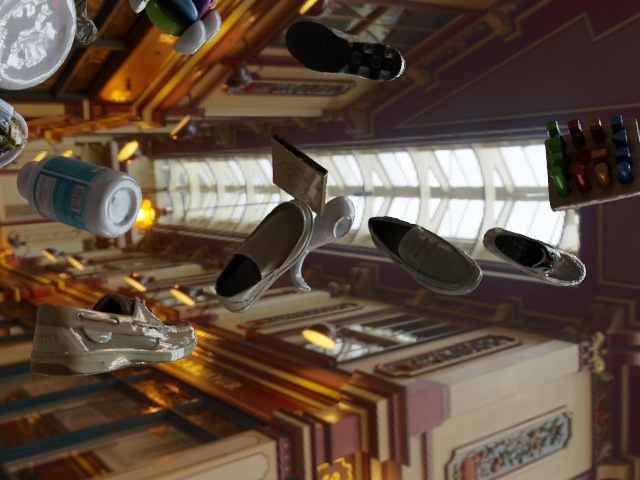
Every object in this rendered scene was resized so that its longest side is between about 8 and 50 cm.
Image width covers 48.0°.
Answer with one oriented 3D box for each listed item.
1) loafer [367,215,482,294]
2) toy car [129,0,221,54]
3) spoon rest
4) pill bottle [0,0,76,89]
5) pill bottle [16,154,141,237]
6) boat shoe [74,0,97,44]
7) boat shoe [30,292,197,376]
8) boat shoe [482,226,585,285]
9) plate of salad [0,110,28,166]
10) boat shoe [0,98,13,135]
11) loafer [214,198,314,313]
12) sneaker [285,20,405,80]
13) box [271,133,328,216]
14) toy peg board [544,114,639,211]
[{"bbox_3d":[0.216,0.027,1.579,0.319,0.111,0.112,27,-101,49],"label":"loafer"},{"bbox_3d":[-0.255,-0.455,1.360,0.159,0.182,0.136,44,-57,-12],"label":"toy car"},{"bbox_3d":[0.000,0.000,1.948,0.084,0.137,0.276,35,-85,38],"label":"spoon rest"},{"bbox_3d":[-0.461,-0.311,0.907,0.278,0.162,0.162,27,-59,19],"label":"pill bottle"},{"bbox_3d":[-0.536,-0.104,1.576,0.264,0.146,0.146,17,-69,24],"label":"pill bottle"},{"bbox_3d":[-0.446,-0.416,1.289,0.048,0.056,0.153,43,-12,18],"label":"boat shoe"},{"bbox_3d":[-0.302,0.137,1.121,0.122,0.341,0.110,-1,-93,21],"label":"boat shoe"},{"bbox_3d":[0.445,0.039,1.483,0.081,0.228,0.079,-85,-162,-84],"label":"boat shoe"},{"bbox_3d":[-0.836,-0.249,1.823,0.048,0.200,0.199,47,-48,26],"label":"plate of salad"},{"bbox_3d":[-0.686,-0.260,1.443,0.219,0.078,0.070,34,59,-81],"label":"boat shoe"},{"bbox_3d":[-0.112,0.032,1.414,0.102,0.092,0.268,37,-87,16],"label":"loafer"},{"bbox_3d":[0.068,-0.497,1.928,0.331,0.146,0.122,21,-72,10],"label":"sneaker"},{"bbox_3d":[-0.054,-0.156,1.763,0.164,0.021,0.201,36,-22,14],"label":"box"},{"bbox_3d":[0.468,-0.150,1.249,0.161,0.079,0.161,-12,-127,27],"label":"toy peg board"}]
